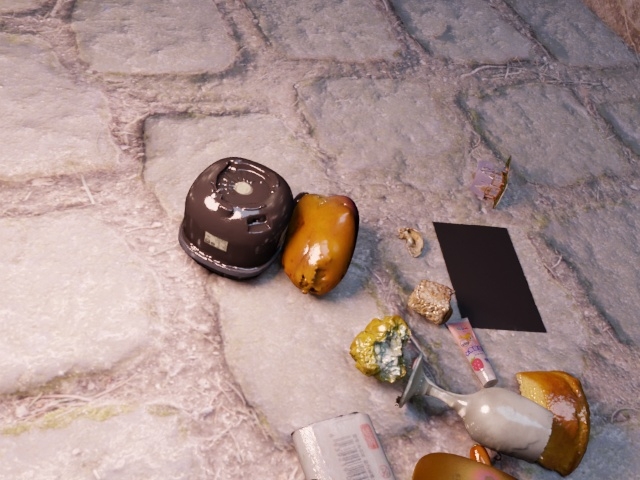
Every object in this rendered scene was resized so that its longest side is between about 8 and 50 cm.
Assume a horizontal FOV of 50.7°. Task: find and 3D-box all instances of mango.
[{"bbox_3d":[0.000,0.000,1.632,0.152,0.201,0.287,29,54,-23],"label":"mango"}]

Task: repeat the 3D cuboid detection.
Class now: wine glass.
[{"bbox_3d":[0.327,0.356,1.440,0.321,0.143,0.143,24,45,12],"label":"wine glass"}]

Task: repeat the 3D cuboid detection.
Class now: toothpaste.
[{"bbox_3d":[0.370,0.266,1.636,0.067,0.043,0.194,-4,46,-21],"label":"toothpaste"}]

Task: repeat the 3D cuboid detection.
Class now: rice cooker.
[{"bbox_3d":[-0.193,-0.053,1.574,0.267,0.224,0.267,9,48,-11],"label":"rice cooker"}]

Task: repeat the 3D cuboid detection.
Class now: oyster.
[{"bbox_3d":[0.246,0.007,1.838,0.080,0.038,0.083,7,72,18],"label":"oyster"}]

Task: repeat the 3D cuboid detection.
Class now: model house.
[{"bbox_3d":[0.515,-0.192,2.057,0.088,0.117,0.167,20,48,2],"label":"model house"}]

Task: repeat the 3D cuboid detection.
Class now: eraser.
[{"bbox_3d":[0.057,0.460,1.307,0.174,0.081,0.227,-8,54,-22],"label":"eraser"}]

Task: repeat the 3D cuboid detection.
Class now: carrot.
[{"bbox_3d":[0.349,0.536,1.379,0.043,0.043,0.248,6,50,-16],"label":"carrot"}]

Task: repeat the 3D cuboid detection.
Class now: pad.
[{"bbox_3d":[0.457,0.092,1.849,0.247,0.007,0.367,5,48,-17],"label":"pad"}]

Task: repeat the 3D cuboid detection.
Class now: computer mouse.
[{"bbox_3d":[0.321,0.517,1.299,0.310,0.072,0.158,25,41,-2],"label":"computer mouse"}]

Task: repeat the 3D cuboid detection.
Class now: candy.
[{"bbox_3d":[0.277,0.150,1.674,0.110,0.085,0.095,22,35,4],"label":"candy"}]

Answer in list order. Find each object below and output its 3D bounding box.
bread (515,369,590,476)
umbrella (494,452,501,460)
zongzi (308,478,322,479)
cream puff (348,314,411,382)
[{"bbox_3d":[0.537,0.383,1.526,0.129,0.134,0.260,10,47,-11],"label":"bread"},{"bbox_3d":[0.360,0.433,1.496,0.022,0.013,0.122,-30,65,-15],"label":"umbrella"},{"bbox_3d":[-0.032,0.632,1.026,0.432,0.208,0.403,-34,76,-34],"label":"zongzi"},{"bbox_3d":[0.131,0.236,1.502,0.156,0.156,0.121,-3,15,-24],"label":"cream puff"}]
